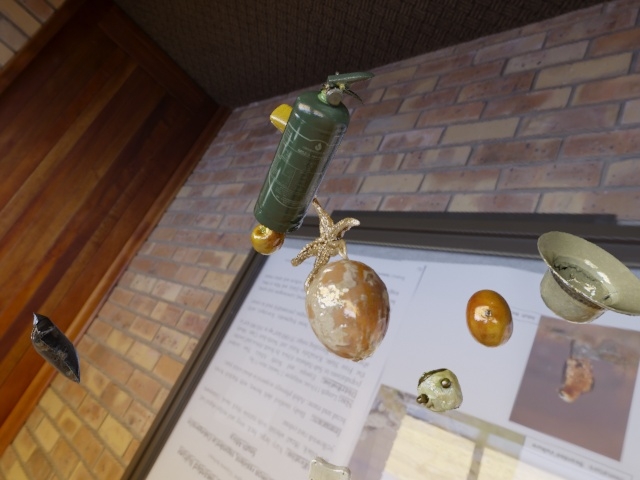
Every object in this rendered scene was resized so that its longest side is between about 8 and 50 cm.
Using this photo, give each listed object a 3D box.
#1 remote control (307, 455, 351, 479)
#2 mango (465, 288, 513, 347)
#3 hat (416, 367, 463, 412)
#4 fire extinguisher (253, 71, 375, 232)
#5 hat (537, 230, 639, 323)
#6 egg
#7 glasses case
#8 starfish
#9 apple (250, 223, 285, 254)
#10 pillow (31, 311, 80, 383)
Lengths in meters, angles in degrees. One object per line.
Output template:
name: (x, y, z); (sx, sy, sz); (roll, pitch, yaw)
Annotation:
remote control: (0.025, 0.655, 1.268); (0.122, 0.074, 0.032); (12, -178, 20)
mango: (0.464, 0.209, 1.259); (0.120, 0.151, 0.221); (-7, -171, 16)
hat: (0.215, 0.276, 0.830); (0.077, 0.076, 0.059); (-21, 161, 22)
fire extinguisher: (-0.019, -0.150, 0.770); (0.114, 0.095, 0.311); (12, 130, -18)
hat: (0.575, 0.108, 1.022); (0.257, 0.257, 0.130); (25, 128, 5)
egg: (0.062, 0.152, 1.008); (0.195, 0.233, 0.195); (-14, 144, -11)
glasses case: (-0.047, -0.307, 1.290); (0.234, 0.079, 0.064); (39, 171, 22)
starfish: (0.008, 0.001, 1.492); (0.094, 0.327, 0.375); (15, 139, -33)
apple: (-0.170, -0.008, 1.483); (0.102, 0.114, 0.099); (44, -163, -55)
pillow: (-0.538, 0.220, 0.923); (0.090, 0.048, 0.150); (-119, 9, -55)
